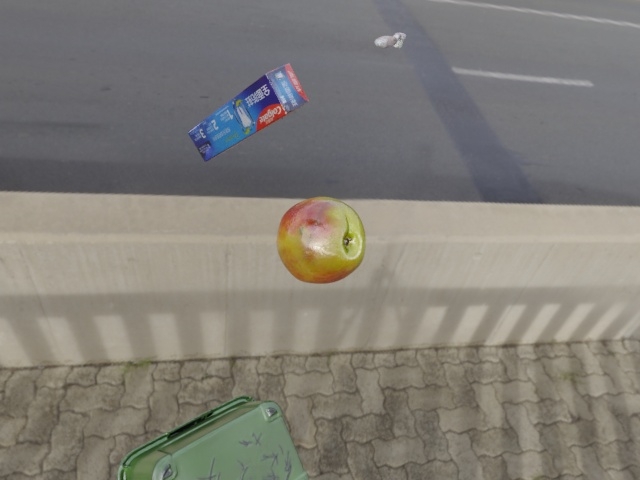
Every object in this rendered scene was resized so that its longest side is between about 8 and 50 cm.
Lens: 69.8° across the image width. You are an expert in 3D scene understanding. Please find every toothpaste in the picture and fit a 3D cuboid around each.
[{"bbox_3d":[-0.153,-0.236,0.891,0.320,0.076,0.066,-11,23,49],"label":"toothpaste"}]

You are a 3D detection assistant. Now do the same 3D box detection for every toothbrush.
[{"bbox_3d":[0.134,-0.376,0.873,0.025,0.030,0.307,21,29,7],"label":"toothbrush"}]

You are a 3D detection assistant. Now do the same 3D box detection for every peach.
[{"bbox_3d":[0.000,0.000,1.179,0.230,0.231,0.231,5,41,-4],"label":"peach"}]

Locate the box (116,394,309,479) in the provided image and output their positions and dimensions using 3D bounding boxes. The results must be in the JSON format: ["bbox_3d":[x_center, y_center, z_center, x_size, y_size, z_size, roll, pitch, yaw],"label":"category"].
[{"bbox_3d":[-0.194,0.470,0.910,0.328,0.177,0.253,-17,78,-43],"label":"box"}]
